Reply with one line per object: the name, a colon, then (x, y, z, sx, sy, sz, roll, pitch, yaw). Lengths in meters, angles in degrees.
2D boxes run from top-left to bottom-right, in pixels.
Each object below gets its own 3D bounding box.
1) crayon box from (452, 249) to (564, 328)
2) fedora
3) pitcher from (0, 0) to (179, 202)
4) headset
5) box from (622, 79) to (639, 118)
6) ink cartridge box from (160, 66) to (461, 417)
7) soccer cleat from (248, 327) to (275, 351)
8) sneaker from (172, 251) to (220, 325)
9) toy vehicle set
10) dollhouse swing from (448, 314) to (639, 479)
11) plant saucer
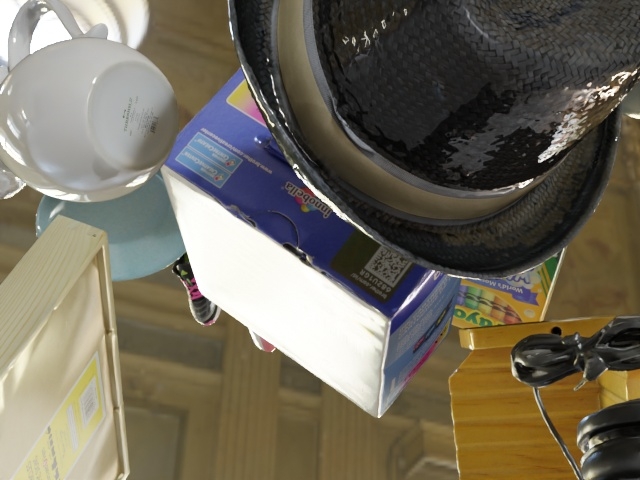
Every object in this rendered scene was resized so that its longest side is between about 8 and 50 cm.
crayon box: (0.259, 0.044, 1.695, 0.203, 0.083, 0.323, 20, -43, 14)
fedora: (0.112, -0.144, 0.663, 0.334, 0.334, 0.152, 22, -29, -27)
pitcher: (-0.203, -0.119, 0.878, 0.125, 0.178, 0.207, 12, -7, -43)
headset: (0.284, 0.220, 0.898, 0.185, 0.243, 0.394, -21, -64, 39)
box: (0.485, -0.302, 1.069, 0.293, 0.396, 0.212, 18, -12, 26)
ink cartridge box: (0.000, 0.000, 1.094, 0.270, 0.151, 0.395, 34, -18, 15)
soccer cleat: (0.000, 0.033, 1.578, 0.108, 0.318, 0.116, 27, -45, 23)
sneaker: (-0.223, 0.066, 1.939, 0.063, 0.170, 0.075, -19, -18, 26)
toy vehicle set: (-0.183, 0.135, 0.711, 0.035, 0.166, 0.267, 18, -44, 12)
dollhouse swing: (0.292, 0.281, 1.418, 0.315, 0.347, 0.305, -7, -3, 22)
plant saucer: (-0.238, -0.034, 1.304, 0.194, 0.037, 0.195, -9, -46, -10)
